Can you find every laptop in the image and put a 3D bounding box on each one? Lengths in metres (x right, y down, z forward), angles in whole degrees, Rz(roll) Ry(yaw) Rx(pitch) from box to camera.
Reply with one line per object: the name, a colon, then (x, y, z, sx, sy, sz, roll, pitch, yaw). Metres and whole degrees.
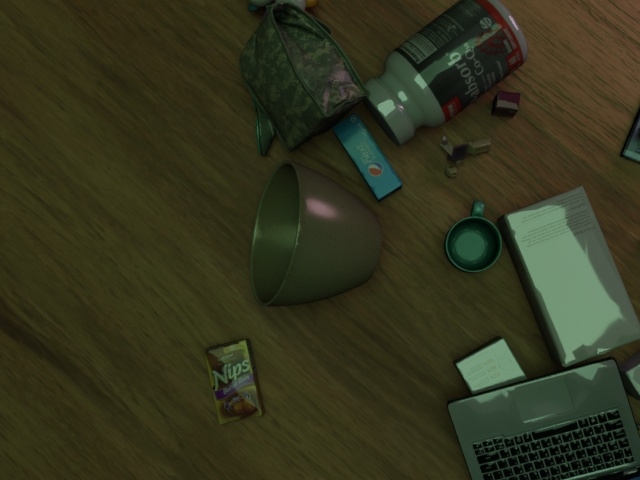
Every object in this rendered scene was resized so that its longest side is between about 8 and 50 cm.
laptop: (0.510, 0.514, 1.653, 0.382, 0.236, 0.408, -18, 95, 11)

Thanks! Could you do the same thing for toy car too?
toy car: (-0.102, -0.580, 1.926, 0.182, 0.159, 0.136, 22, 125, 6)

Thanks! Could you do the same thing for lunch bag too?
lunch bag: (-0.057, -0.387, 1.819, 0.169, 0.235, 0.287, -34, 90, -28)

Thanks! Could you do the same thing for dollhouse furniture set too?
dollhouse furniture set: (0.349, -0.220, 1.917, 0.114, 0.091, 0.081, -15, 42, -18)

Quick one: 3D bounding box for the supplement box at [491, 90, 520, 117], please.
supplement box: (0.442, -0.325, 1.878, 0.055, 0.083, 0.043, 9, 87, 4)

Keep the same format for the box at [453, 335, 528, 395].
box: (0.408, 0.328, 1.832, 0.130, 0.091, 0.170, -29, 84, 2)

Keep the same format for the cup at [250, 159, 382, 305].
cup: (0.000, 0.000, 1.805, 0.237, 0.331, 0.331, 9, 87, -21)

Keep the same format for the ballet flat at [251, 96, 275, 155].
ballet flat: (-0.134, -0.316, 1.934, 0.068, 0.072, 0.213, -10, 85, 0)

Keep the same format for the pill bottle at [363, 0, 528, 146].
pill bottle: (0.280, -0.395, 1.834, 0.363, 0.210, 0.210, -37, 84, 2)

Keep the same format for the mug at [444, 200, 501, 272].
mug: (0.365, 0.002, 1.855, 0.129, 0.097, 0.158, 42, 90, 7)

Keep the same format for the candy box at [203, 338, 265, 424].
candy box: (-0.209, 0.340, 1.904, 0.109, 0.053, 0.187, -14, 84, 5)

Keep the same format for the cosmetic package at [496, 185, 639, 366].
cosmetic package: (0.565, 0.083, 1.804, 0.197, 0.155, 0.366, -19, 85, 4)

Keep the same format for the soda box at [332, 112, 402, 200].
soda box: (0.113, -0.200, 1.905, 0.071, 0.067, 0.210, -33, 84, 2)

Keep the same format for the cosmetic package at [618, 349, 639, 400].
cosmetic package: (0.795, 0.267, 1.792, 0.231, 0.117, 0.085, -33, 83, 1)

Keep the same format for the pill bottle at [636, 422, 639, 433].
pill bottle: (0.691, 0.463, 1.793, 0.184, 0.103, 0.103, 10, 87, 5)

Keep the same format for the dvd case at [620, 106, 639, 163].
dvd case: (0.865, -0.237, 1.867, 0.253, 0.022, 0.180, 23, 88, 6)

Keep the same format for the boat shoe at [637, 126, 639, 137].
boat shoe: (0.830, -0.273, 1.833, 0.183, 0.083, 0.065, -9, 85, -23)
